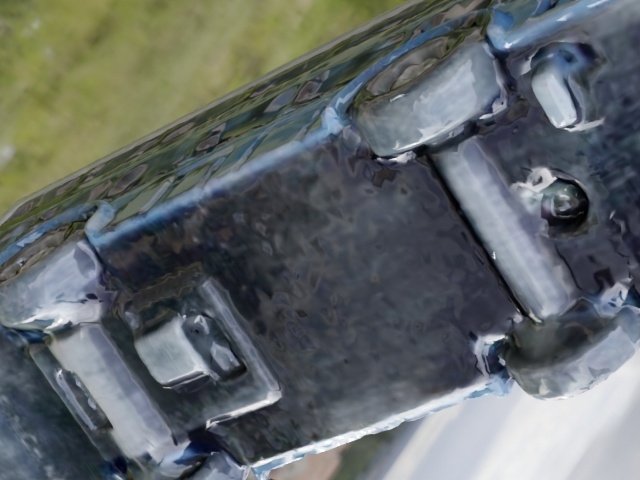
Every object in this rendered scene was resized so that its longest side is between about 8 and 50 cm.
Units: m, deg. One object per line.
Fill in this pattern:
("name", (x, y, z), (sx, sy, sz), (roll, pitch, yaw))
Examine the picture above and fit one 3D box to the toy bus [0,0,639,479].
("toy bus", (0.000, 0.000, 0.466), (0.297, 0.106, 0.131), (-24, -162, 29))
